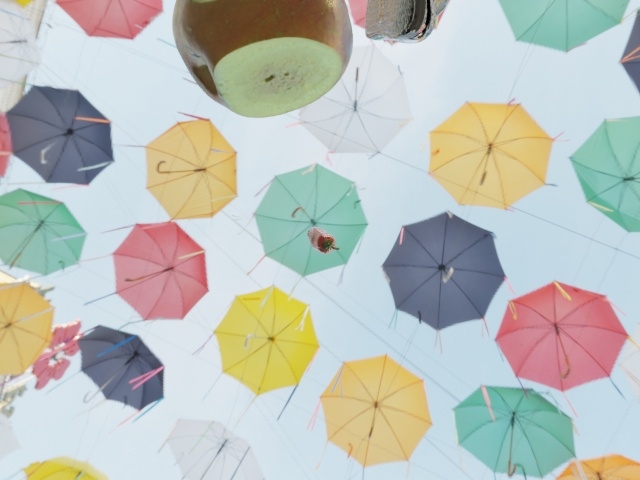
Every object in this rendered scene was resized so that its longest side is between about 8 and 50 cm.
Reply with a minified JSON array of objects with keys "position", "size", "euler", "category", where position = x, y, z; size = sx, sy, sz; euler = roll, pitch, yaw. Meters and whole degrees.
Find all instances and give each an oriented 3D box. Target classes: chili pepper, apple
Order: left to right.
[{"position":[-0.054,-0.187,0.463],"size":[0.147,0.146,0.163],"euler":[-31,-123,-2],"category":"apple"},{"position":[-0.001,-0.001,1.209],"size":[0.050,0.191,0.059],"euler":[-28,-73,-12],"category":"chili pepper"}]

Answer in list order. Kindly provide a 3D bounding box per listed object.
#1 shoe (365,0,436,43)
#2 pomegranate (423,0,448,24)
[{"position":[0.149,-0.393,0.862],"size":[0.093,0.241,0.108],"euler":[0,-72,-14],"category":"shoe"},{"position":[0.187,-0.566,1.125],"size":[0.210,0.180,0.179],"euler":[25,-75,52],"category":"pomegranate"}]
